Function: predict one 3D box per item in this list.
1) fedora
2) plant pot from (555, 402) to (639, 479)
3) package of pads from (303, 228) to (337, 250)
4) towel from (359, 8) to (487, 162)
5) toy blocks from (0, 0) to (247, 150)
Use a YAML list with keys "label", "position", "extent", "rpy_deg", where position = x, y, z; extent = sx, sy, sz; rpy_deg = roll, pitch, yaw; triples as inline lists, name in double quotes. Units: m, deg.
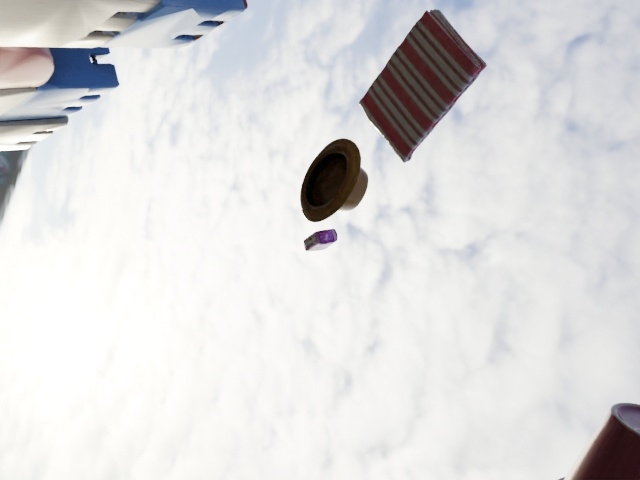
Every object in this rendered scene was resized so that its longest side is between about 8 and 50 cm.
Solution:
- label: "fedora"
  position: [0.038, -0.112, 1.637]
  extent: [0.194, 0.079, 0.194]
  rpy_deg: [-34, -136, 41]
- label: "plant pot"
  position: [0.388, 0.307, 0.982]
  extent: [0.201, 0.201, 0.180]
  rpy_deg: [35, -66, 58]
- label: "package of pads"
  position: [0.000, 0.000, 1.726]
  extent: [0.083, 0.050, 0.031]
  rpy_deg: [145, -66, -66]
- label: "towel"
  position: [0.150, -0.231, 1.218]
  extent: [0.197, 0.029, 0.144]
  rpy_deg: [-52, -127, 30]
- label: "toy blocks"
  position: [-0.217, -0.092, 0.361]
  extent: [0.381, 0.261, 0.190]
  rpy_deg: [-18, -91, 39]
